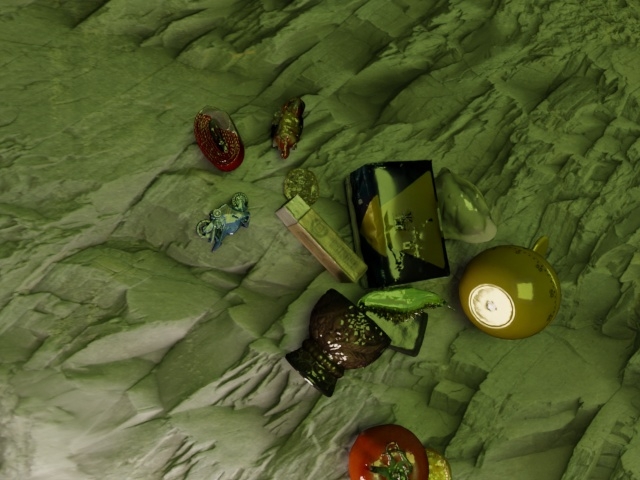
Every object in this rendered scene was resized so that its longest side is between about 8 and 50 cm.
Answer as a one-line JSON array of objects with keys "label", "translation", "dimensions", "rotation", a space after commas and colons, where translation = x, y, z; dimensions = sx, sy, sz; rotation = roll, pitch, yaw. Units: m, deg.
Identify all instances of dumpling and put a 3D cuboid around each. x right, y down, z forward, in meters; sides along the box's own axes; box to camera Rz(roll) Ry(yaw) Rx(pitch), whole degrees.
[{"label": "dumpling", "translation": [0.475, -0.106, 1.699], "dimensions": [0.243, 0.187, 0.318], "rotation": [-38, 71, 20]}]

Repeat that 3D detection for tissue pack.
[{"label": "tissue pack", "translation": [0.255, -0.049, 1.597], "dimensions": [0.264, 0.253, 0.416], "rotation": [-7, 88, -19]}]

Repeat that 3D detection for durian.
[{"label": "durian", "translation": [0.286, 0.217, 1.607], "dimensions": [0.375, 0.107, 0.132], "rotation": [1, 75, -20]}]

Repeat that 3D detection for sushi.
[{"label": "sushi", "translation": [-0.118, -0.386, 1.591], "dimensions": [0.097, 0.103, 0.225], "rotation": [22, 72, -44]}]

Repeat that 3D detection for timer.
[{"label": "timer", "translation": [0.697, 0.175, 1.703], "dimensions": [0.387, 0.376, 0.376], "rotation": [-18, 90, -43]}]

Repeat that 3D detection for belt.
[{"label": "belt", "translation": [-0.320, -0.320, 1.495], "dimensions": [0.128, 0.124, 0.200], "rotation": [-24, 87, -1]}]

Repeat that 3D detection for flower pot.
[{"label": "flower pot", "translation": [0.043, 0.332, 1.485], "dimensions": [0.266, 0.266, 0.267], "rotation": [44, 83, -10]}]

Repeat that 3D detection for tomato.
[{"label": "tomato", "translation": [0.215, 0.718, 1.500], "dimensions": [0.256, 0.224, 0.255], "rotation": [2, 80, -9]}]

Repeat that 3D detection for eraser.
[{"label": "eraser", "translation": [0.000, 0.000, 1.557], "dimensions": [0.343, 0.144, 0.078], "rotation": [47, 73, -10]}]

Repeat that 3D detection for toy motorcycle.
[{"label": "toy motorcycle", "translation": [-0.298, -0.061, 1.500], "dimensions": [0.205, 0.076, 0.114], "rotation": [-42, 105, -18]}]

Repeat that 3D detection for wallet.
[{"label": "wallet", "translation": [0.257, 0.300, 1.665], "dimensions": [0.245, 0.052, 0.168], "rotation": [22, 76, -12]}]

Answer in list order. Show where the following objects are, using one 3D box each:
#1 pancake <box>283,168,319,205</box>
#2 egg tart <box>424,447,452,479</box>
[{"label": "pancake", "translation": [-0.065, -0.183, 1.620], "dimensions": [0.140, 0.022, 0.139], "rotation": [2, 84, -20]}, {"label": "egg tart", "translation": [0.365, 0.812, 1.625], "dimensions": [0.191, 0.074, 0.191], "rotation": [3, 82, -18]}]
